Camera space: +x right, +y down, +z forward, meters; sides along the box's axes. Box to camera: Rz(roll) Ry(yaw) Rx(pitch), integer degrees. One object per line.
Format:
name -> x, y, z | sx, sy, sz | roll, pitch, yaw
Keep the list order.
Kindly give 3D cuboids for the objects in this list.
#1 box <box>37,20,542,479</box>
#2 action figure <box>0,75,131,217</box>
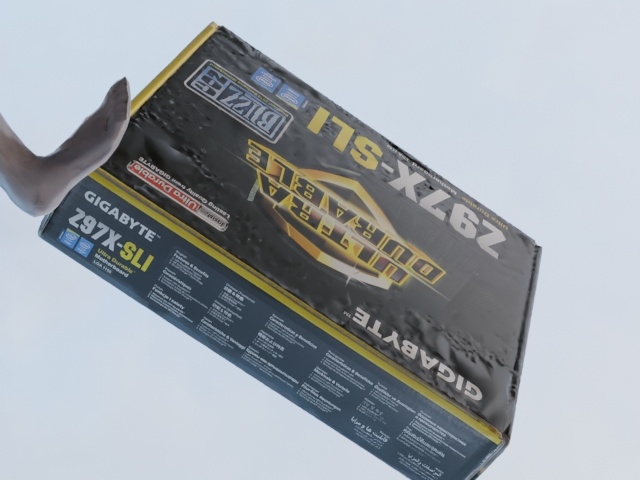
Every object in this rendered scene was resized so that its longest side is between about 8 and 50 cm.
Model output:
box -> 0.000, 0.000, 0.817 | 0.322, 0.079, 0.257 | 34, -149, -4
action figure -> -0.243, -0.075, 0.412 | 0.341, 0.330, 0.178 | 35, -79, 54
